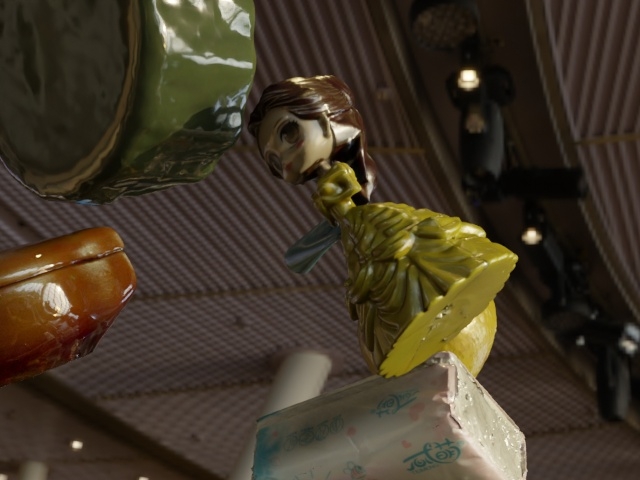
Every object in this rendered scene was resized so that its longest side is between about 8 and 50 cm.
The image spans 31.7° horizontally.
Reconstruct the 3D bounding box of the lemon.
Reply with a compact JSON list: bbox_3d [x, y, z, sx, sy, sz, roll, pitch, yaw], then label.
[{"bbox_3d":[0.195,0.163,2.092,0.258,0.310,0.258,8,-48,9],"label":"lemon"}]

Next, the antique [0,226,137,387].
[{"bbox_3d":[-0.316,0.077,1.101,0.278,0.129,0.223,-20,0,-40],"label":"antique"}]

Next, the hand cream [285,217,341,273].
[{"bbox_3d":[0.000,0.000,1.703,0.048,0.083,0.224,28,-30,-11],"label":"hand cream"}]

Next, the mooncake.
[{"bbox_3d":[-0.240,-0.220,1.296,0.356,0.356,0.194,-26,-13,39],"label":"mooncake"}]

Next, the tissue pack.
[{"bbox_3d":[0.080,0.256,1.306,0.271,0.124,0.201,-25,-50,23],"label":"tissue pack"}]

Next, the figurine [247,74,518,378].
[{"bbox_3d":[0.033,-0.037,1.149,0.168,0.315,0.187,-33,-21,-13],"label":"figurine"}]
